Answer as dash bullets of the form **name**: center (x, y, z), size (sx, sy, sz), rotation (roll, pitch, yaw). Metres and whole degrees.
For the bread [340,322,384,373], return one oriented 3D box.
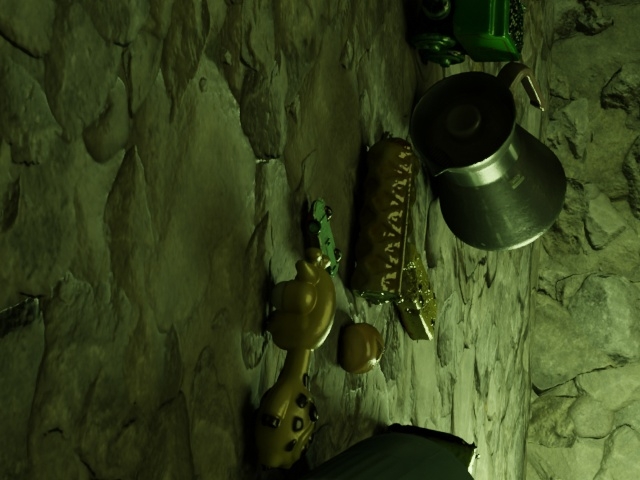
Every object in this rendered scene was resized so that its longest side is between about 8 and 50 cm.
- **bread**: center (0.070, 0.169, 1.896), size (0.115, 0.056, 0.082), rotation (23, 72, -70)

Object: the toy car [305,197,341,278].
- **toy car**: center (0.000, 0.000, 1.700), size (0.059, 0.035, 0.121), rotation (-54, 134, -58)

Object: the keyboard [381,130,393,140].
- **keyboard**: center (0.124, -0.107, 2.068), size (0.055, 0.017, 0.165), rotation (-68, 154, -43)

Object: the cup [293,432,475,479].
- **cup**: center (0.032, 0.423, 1.615), size (0.256, 0.331, 0.311), rotation (61, 18, 11)

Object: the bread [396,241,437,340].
- **bread**: center (0.165, 0.092, 2.172), size (0.226, 0.049, 0.088), rotation (63, 35, -55)

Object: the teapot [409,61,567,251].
- **teapot**: center (0.327, -0.164, 2.288), size (0.300, 0.253, 0.344), rotation (-56, 149, -9)

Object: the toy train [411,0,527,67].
- **toy train**: center (0.266, -0.391, 2.178), size (0.243, 0.188, 0.132), rotation (18, 73, -71)

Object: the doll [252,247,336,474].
- **doll**: center (-0.033, 0.152, 1.550), size (0.117, 0.086, 0.291), rotation (44, 53, -71)

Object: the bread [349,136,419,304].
- **bread**: center (0.104, -0.034, 1.917), size (0.087, 0.098, 0.269), rotation (164, -64, -65)

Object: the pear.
- **pear**: center (0.178, 0.460, 2.118), size (0.238, 0.164, 0.255), rotation (57, 44, -76)
